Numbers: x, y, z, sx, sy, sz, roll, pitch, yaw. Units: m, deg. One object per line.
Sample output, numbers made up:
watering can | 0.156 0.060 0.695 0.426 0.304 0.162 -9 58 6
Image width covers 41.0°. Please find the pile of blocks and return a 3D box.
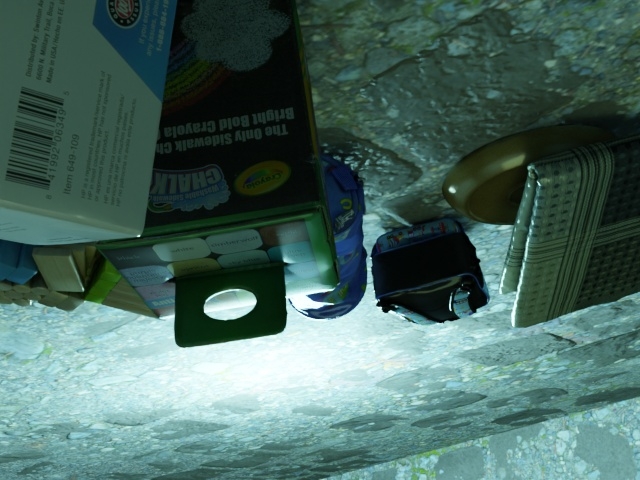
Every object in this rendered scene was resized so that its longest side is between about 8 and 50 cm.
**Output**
pile of blocks | -0.317 0.004 0.981 0.362 0.112 0.149 4 149 -5

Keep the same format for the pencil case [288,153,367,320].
pencil case | 0.000 0.000 1.080 0.133 0.119 0.306 -21 156 -4

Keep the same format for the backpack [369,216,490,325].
backpack | 0.167 0.057 1.259 0.158 0.116 0.173 -16 154 18

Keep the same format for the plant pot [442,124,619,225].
plant pot | 0.277 -0.073 1.106 0.236 0.032 0.236 -7 157 -3

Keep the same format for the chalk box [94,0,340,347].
chalk box | -0.085 -0.044 0.741 0.180 0.288 0.179 -8 157 2

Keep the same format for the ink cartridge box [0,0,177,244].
ink cartridge box | -0.270 -0.118 0.575 0.270 0.198 0.197 14 169 -39

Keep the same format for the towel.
towel | 0.393 -0.025 1.114 0.312 0.056 0.324 -15 140 -8
